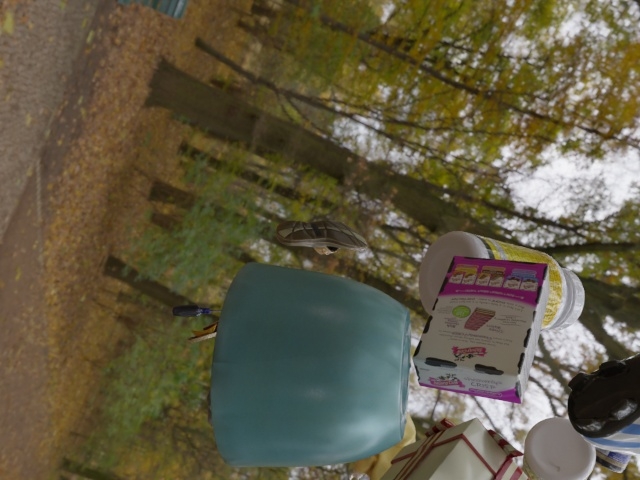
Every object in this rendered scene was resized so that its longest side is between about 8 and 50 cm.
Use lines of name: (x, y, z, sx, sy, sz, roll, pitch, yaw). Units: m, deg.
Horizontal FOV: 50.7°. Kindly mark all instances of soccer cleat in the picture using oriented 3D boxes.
soccer cleat: (0.433, 0.152, 0.737, 0.331, 0.143, 0.116, -37, -147, 41)

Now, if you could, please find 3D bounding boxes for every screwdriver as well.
screwdriver: (-0.194, 0.135, 1.276, 0.025, 0.170, 0.024, 112, -23, -47)

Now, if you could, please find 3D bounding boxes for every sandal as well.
sandal: (0.000, 0.000, 1.245, 0.072, 0.180, 0.049, -112, -147, -45)

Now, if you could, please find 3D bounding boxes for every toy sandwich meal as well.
toy sandwich meal: (-0.231, 0.184, 1.375, 0.085, 0.086, 0.029, 148, -74, -74)

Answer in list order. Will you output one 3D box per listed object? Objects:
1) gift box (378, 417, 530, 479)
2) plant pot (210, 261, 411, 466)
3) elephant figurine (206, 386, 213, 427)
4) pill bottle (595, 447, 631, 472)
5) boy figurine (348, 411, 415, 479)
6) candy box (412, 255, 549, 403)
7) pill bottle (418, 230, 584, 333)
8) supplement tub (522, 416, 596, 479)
gift box: (0.225, 0.449, 1.059, 0.258, 0.255, 0.276, -37, 178, -39)
plant pot: (0.006, 0.182, 0.958, 0.293, 0.235, 0.292, 3, 90, -78)
elephant figurine: (-0.156, 0.399, 1.707, 0.169, 0.240, 0.185, -78, 168, -62)
pill bottle: (0.742, 0.451, 1.680, 0.219, 0.123, 0.123, -64, -170, 5)
boy figurine: (0.154, 0.523, 1.512, 0.092, 0.177, 0.285, 91, 8, -60)
candy box: (0.257, 0.130, 1.054, 0.233, 0.159, 0.071, -57, 141, -40)
pill bottle: (0.387, 0.100, 1.413, 0.188, 0.334, 0.187, -29, -125, 53)
supplement tub: (0.526, 0.486, 1.502, 0.199, 0.144, 0.144, 65, 39, -57)
